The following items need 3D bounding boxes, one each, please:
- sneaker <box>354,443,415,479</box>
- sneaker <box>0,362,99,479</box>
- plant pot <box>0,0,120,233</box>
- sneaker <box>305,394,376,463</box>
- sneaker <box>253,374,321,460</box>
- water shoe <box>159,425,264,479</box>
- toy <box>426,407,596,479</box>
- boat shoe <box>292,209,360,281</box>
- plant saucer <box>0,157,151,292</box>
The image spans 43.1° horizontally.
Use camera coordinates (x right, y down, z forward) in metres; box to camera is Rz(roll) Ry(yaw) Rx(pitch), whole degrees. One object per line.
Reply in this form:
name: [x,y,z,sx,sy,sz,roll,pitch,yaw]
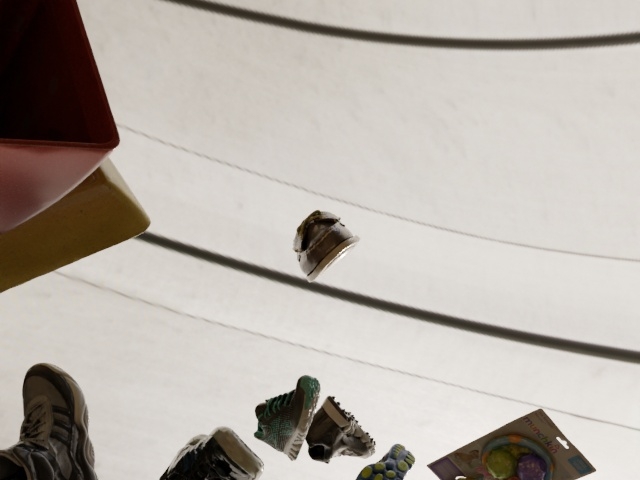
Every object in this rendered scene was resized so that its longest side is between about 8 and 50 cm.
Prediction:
sneaker: [0.105,0.412,1.384,0.067,0.188,0.078,37,-69,18]
sneaker: [-0.412,0.287,1.165,0.101,0.153,0.268,-34,-120,16]
plant pot: [-0.397,-0.135,0.819,0.236,0.267,0.267,-46,-122,42]
sneaker: [0.027,0.360,1.469,0.106,0.234,0.078,-41,-125,-4]
sneaker: [-0.049,0.227,1.052,0.065,0.076,0.166,-66,176,-46]
water shoe: [-0.124,0.262,0.904,0.080,0.073,0.203,-45,-178,-27]
toy: [0.292,0.372,1.278,0.237,0.137,0.056,-37,-171,36]
boat shoe: [0.000,0.000,1.446,0.116,0.097,0.324,-38,180,1]
plant saucer: [-0.440,-0.100,1.062,0.333,0.332,0.081,53,-33,18]
